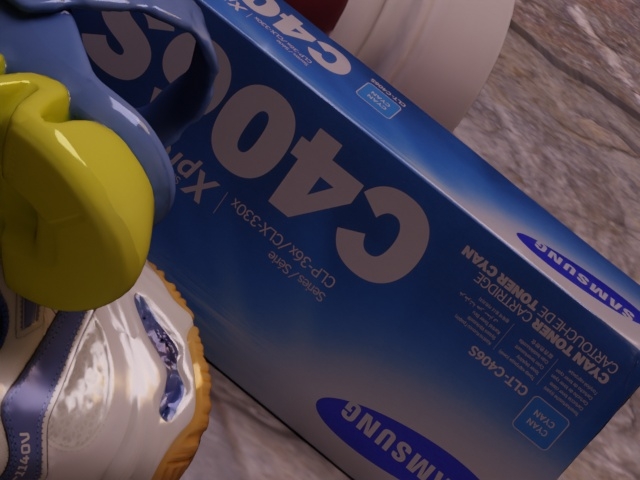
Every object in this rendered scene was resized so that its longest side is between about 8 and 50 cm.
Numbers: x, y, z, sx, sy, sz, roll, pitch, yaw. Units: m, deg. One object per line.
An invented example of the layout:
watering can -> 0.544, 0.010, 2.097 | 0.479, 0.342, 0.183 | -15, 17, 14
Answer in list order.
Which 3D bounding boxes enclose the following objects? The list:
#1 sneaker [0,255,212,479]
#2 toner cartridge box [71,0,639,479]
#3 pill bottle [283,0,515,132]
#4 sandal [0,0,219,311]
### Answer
sneaker -> -0.157, -0.005, 0.808 | 0.131, 0.112, 0.296 | 6, 35, -36
toner cartridge box -> 0.000, 0.000, 0.929 | 0.348, 0.165, 0.075 | 38, 27, 5
pill bottle -> -0.088, -0.196, 1.075 | 0.392, 0.224, 0.224 | 23, 29, -26
sandal -> -0.169, -0.097, 0.761 | 0.317, 0.126, 0.138 | 35, 52, 15
